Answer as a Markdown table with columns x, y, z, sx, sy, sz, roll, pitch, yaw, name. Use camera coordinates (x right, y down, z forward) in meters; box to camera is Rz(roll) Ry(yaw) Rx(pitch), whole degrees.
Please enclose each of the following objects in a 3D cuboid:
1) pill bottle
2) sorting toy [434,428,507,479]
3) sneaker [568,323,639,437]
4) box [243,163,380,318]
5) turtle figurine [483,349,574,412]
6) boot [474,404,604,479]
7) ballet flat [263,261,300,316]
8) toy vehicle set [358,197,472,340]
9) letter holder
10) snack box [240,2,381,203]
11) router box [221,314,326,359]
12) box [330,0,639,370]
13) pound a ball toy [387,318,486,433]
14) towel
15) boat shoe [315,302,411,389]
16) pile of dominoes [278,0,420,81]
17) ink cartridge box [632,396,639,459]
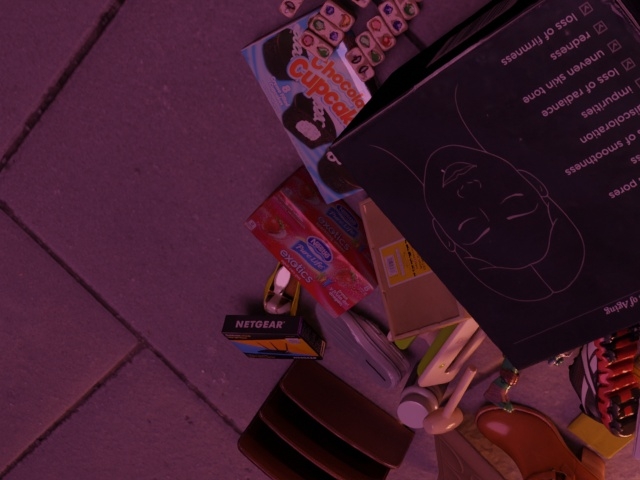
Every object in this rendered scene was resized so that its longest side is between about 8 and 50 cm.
| x | y | z | sx | sy | sz | roll | pitch | yaw | name |
| --- | --- | --- | --- | --- | --- | --- | --- | --- | --- |
| 0.201 | 0.301 | 1.861 | 0.078 | 0.137 | 0.078 | 12 | 123 | 19 | pill bottle |
| 0.333 | 0.510 | 1.872 | 0.307 | 0.041 | 0.229 | 44 | 152 | 41 | sorting toy |
| 0.500 | 0.205 | 1.685 | 0.135 | 0.097 | 0.276 | 10 | 108 | 62 | sneaker |
| 0.000 | 0.000 | 1.782 | 0.257 | 0.128 | 0.122 | 46 | 127 | -6 | box |
| 0.382 | 0.198 | 1.726 | 0.118 | 0.175 | 0.234 | 34 | 94 | 34 | turtle figurine |
| 0.406 | 0.447 | 1.800 | 0.283 | 0.220 | 0.109 | 33 | 125 | 3 | boot |
| -0.078 | 0.100 | 1.908 | 0.077 | 0.077 | 0.231 | 25 | 126 | 8 | ballet flat |
| 0.168 | 0.030 | 1.688 | 0.166 | 0.035 | 0.267 | -22 | 77 | 42 | toy vehicle set |
| 0.008 | 0.421 | 1.972 | 0.301 | 0.214 | 0.152 | 36 | 127 | 2 | letter holder |
| 0.018 | -0.239 | 1.675 | 0.187 | 0.060 | 0.322 | -21 | 108 | 31 | snack box |
| -0.096 | 0.201 | 1.958 | 0.178 | 0.046 | 0.133 | -2 | 150 | 26 | router box |
| 0.365 | -0.129 | 1.394 | 0.480 | 0.297 | 0.472 | -31 | 104 | 39 | box |
| 0.264 | 0.179 | 1.742 | 0.208 | 0.135 | 0.319 | 56 | 134 | 32 | pound a ball toy |
| 0.572 | 0.313 | 1.775 | 0.102 | 0.021 | 0.237 | 37 | 128 | 7 | towel |
| 0.085 | 0.197 | 1.896 | 0.226 | 0.075 | 0.083 | 49 | 139 | 8 | boat shoe |
| 0.066 | -0.401 | 1.528 | 0.196 | 0.040 | 0.251 | 35 | 112 | -7 | pile of dominoes |
| 0.633 | 0.226 | 1.515 | 0.223 | 0.307 | 0.129 | 8 | 124 | 20 | ink cartridge box |
